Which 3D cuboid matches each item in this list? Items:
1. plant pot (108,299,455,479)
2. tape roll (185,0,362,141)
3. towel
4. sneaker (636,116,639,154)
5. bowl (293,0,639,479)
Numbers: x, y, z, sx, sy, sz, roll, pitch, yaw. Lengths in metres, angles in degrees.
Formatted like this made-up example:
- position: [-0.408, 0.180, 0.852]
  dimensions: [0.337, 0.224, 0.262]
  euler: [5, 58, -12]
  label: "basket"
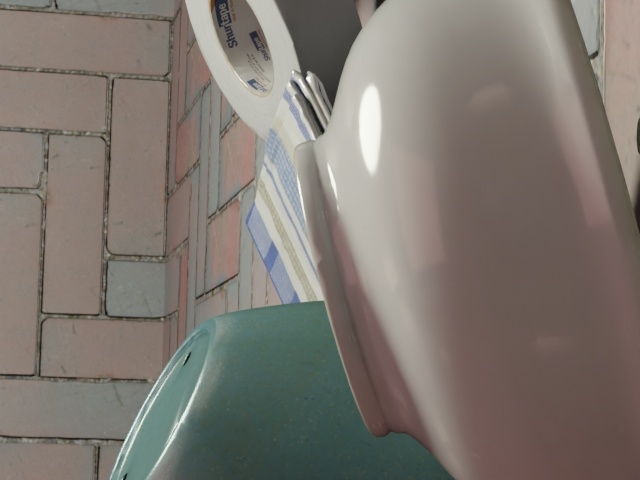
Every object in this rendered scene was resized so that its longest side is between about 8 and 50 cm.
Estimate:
- position: [-0.012, 0.149, 1.020]
  dimensions: [0.290, 0.195, 0.290]
  euler: [-56, 13, 20]
  label: "plant pot"
- position: [-0.044, -0.198, 1.607]
  dimensions: [0.219, 0.072, 0.219]
  euler: [49, 155, 33]
  label: "tape roll"
- position: [0.000, 0.000, 1.555]
  dimensions: [0.285, 0.034, 0.209]
  euler: [113, 136, -63]
  label: "towel"
- position: [0.183, -0.013, 0.738]
  dimensions: [0.071, 0.068, 0.170]
  euler: [-6, 90, 65]
  label: "sneaker"
- position: [0.070, 0.006, 0.807]
  dimensions: [0.298, 0.134, 0.298]
  euler: [-15, -90, -85]
  label: "bowl"
